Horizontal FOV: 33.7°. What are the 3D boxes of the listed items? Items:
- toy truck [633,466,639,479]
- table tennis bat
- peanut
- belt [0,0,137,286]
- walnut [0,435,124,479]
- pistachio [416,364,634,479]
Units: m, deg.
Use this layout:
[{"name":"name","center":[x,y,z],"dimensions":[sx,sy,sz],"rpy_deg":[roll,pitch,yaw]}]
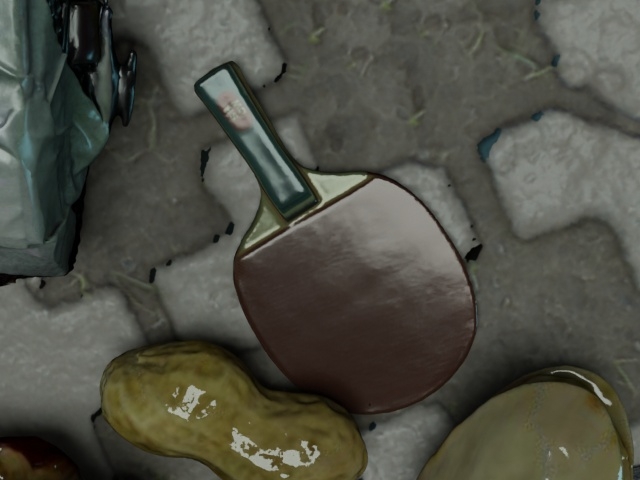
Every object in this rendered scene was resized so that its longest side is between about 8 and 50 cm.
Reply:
[{"name":"toy truck","center":[0.236,0.205,0.746],"dimensions":[0.039,0.044,0.083],"rpy_deg":[-13,102,4]},{"name":"table tennis bat","center":[0.000,0.000,0.727],"dimensions":[0.154,0.021,0.274],"rpy_deg":[-31,101,11]},{"name":"peanut","center":[-0.058,0.122,0.729],"dimensions":[0.193,0.089,0.089],"rpy_deg":[22,104,-6]},{"name":"belt","center":[-0.193,-0.110,0.635],"dimensions":[0.164,0.184,0.289],"rpy_deg":[5,109,-2]},{"name":"walnut","center":[-0.189,0.277,0.724],"dimensions":[0.244,0.222,0.269],"rpy_deg":[4,97,-29]},{"name":"pistachio","center":[0.131,0.187,0.707],"dimensions":[0.144,0.144,0.215],"rpy_deg":[19,98,0]}]
